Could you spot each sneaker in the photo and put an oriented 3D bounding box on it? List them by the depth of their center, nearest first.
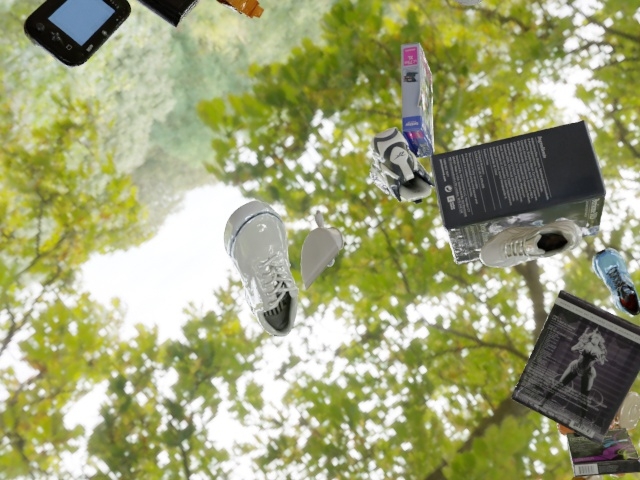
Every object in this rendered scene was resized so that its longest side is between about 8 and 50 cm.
[{"bbox_3d":[-0.070,0.046,1.175,0.094,0.091,0.258,-32,146,-15],"label":"sneaker"},{"bbox_3d":[0.616,0.086,1.669,0.063,0.162,0.073,-32,-165,8],"label":"sneaker"},{"bbox_3d":[0.178,-0.122,1.750,0.094,0.153,0.235,-22,154,-8],"label":"sneaker"},{"bbox_3d":[0.464,0.008,1.833,0.232,0.090,0.115,-18,179,22],"label":"sneaker"}]

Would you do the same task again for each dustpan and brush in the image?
[{"bbox_3d":[0.000,0.000,1.891,0.147,0.060,0.211,-50,-139,32],"label":"dustpan and brush"}]

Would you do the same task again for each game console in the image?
[{"bbox_3d":[-0.342,-0.398,1.344,0.044,0.213,0.361,-47,-167,47],"label":"game console"}]

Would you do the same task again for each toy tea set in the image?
[{"bbox_3d":[0.568,0.464,1.743,0.200,0.336,0.124,4,-174,-40],"label":"toy tea set"}]

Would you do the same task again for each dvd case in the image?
[{"bbox_3d":[0.431,0.211,1.349,0.018,0.164,0.221,-29,141,-57],"label":"dvd case"}]

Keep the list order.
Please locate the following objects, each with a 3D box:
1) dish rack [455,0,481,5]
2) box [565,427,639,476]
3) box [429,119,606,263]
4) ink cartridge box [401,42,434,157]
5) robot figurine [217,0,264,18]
[{"bbox_3d":[0.322,-0.735,1.862,0.333,0.285,0.072,-58,-176,45],"label":"dish rack"},{"bbox_3d":[0.519,0.390,1.507,0.116,0.029,0.162,-8,-176,12],"label":"box"},{"bbox_3d":[0.508,-0.115,2.113,0.395,0.212,0.293,-13,158,11],"label":"box"},{"bbox_3d":[0.267,-0.359,2.238,0.065,0.311,0.186,-2,162,18],"label":"ink cartridge box"},{"bbox_3d":[-0.205,-0.621,1.810,0.211,0.291,0.085,-52,147,14],"label":"robot figurine"}]
